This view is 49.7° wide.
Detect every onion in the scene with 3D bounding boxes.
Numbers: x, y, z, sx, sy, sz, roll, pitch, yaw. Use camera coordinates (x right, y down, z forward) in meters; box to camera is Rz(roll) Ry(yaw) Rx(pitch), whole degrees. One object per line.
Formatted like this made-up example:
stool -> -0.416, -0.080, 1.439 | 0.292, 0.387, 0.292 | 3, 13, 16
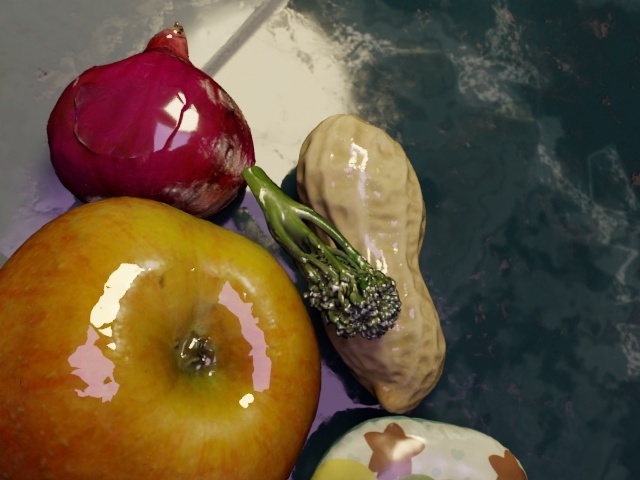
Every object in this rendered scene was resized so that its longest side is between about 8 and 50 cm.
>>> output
onion -> -0.155, -0.125, 0.670 | 0.195, 0.140, 0.218 | 8, 76, -3

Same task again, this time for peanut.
peanut -> 0.055, 0.022, 0.689 | 0.136, 0.120, 0.299 | -8, 85, -35

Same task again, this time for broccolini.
broccolini -> -0.007, 0.012, 0.616 | 0.091, 0.068, 0.203 | -18, 49, -34

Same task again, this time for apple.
apple -> -0.143, 0.111, 0.555 | 0.301, 0.301, 0.302 | 2, 80, -11

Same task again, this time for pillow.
pillow -> 0.094, 0.276, 0.671 | 0.233, 0.086, 0.214 | 18, 97, -10
